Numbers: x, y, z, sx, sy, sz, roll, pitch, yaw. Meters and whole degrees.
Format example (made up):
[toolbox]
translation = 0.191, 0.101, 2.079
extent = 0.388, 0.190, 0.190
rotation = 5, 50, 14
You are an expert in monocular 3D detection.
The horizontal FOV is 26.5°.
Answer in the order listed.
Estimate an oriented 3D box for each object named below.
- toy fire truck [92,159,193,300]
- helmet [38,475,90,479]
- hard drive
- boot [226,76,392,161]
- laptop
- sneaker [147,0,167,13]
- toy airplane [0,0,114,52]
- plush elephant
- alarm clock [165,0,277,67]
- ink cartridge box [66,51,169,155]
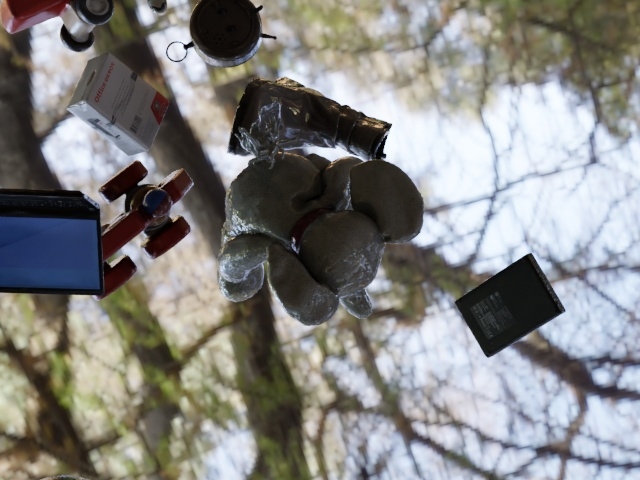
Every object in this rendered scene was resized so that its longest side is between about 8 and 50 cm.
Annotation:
[toy fire truck]
translation = -0.348, -0.022, 2.419
extent = 0.302, 0.169, 0.254
rotation = -38, -170, -12
[helmet]
translation = -0.348, 0.400, 1.857
extent = 0.169, 0.169, 0.162
rotation = 6, -172, 43
[hard drive]
translation = 0.261, 0.091, 1.881
extent = 0.135, 0.094, 0.022
rotation = -36, 167, 32
[boot]
translation = -0.004, -0.181, 2.199
extent = 0.223, 0.118, 0.338
rotation = 22, -157, 11
[laptop]
translation = -0.437, 0.004, 1.935
extent = 0.234, 0.136, 0.264
rotation = 1, 176, -2
[sneaker]
translation = -0.260, -0.397, 2.139
extent = 0.032, 0.083, 0.037
rotation = -9, 158, -8
[toy airplane]
translation = -0.381, -0.534, 2.257
extent = 0.386, 0.272, 0.384
rotation = -47, -171, 18
[plush elephant]
translation = 0.000, 0.000, 1.887
extent = 0.272, 0.330, 0.255
rotation = -35, -118, -11
[alarm clock]
translation = -0.186, -0.367, 2.411
extent = 0.192, 0.129, 0.064
rotation = -27, 172, -2
[ink cartridge box]
translation = -0.312, -0.210, 2.100
extent = 0.056, 0.135, 0.099
rotation = -10, -129, 43
